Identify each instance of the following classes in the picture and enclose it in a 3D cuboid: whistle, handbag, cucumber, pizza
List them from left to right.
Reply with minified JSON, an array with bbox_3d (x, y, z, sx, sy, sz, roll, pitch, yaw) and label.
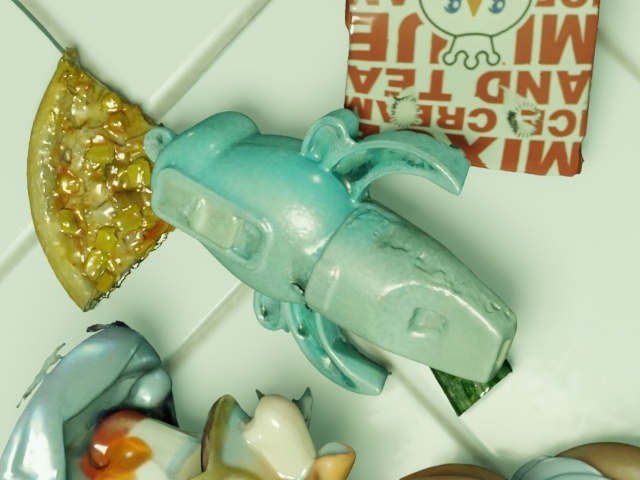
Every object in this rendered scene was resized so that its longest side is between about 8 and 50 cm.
[{"bbox_3d":[-0.136,-0.038,1.230,0.131,0.041,0.178,7,87,8],"label":"pizza"},{"bbox_3d":[0.000,0.000,1.143,0.274,0.093,0.186,31,126,17],"label":"whistle"},{"bbox_3d":[0.084,0.058,1.184,0.048,0.048,0.105,-30,81,6],"label":"cucumber"},{"bbox_3d":[0.102,-0.190,1.147,0.171,0.151,0.298,2,93,4],"label":"handbag"}]

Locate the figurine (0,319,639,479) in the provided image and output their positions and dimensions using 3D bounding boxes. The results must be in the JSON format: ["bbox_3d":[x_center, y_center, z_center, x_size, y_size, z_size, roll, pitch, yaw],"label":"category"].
[{"bbox_3d":[0.016,0.213,1.109,0.388,0.248,0.276,19,92,20],"label":"figurine"}]
